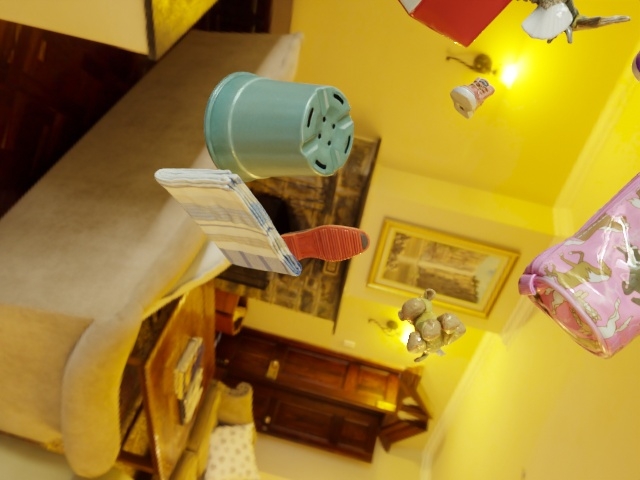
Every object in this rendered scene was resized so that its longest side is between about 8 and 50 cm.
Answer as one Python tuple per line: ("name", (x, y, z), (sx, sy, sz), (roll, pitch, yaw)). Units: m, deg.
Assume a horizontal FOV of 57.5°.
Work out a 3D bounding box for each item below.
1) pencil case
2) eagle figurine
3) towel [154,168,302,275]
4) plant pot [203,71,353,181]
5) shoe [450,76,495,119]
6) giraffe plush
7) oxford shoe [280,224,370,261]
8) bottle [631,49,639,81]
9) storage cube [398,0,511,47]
("pencil case", (0.456, -0.014, 0.784), (0.386, 0.167, 0.160), (-43, 142, 0))
("eagle figurine", (0.497, -0.580, 1.229), (0.225, 0.226, 0.298), (-112, -179, -62))
("towel", (-0.172, -0.030, 1.111), (0.034, 0.209, 0.285), (-61, 140, -28))
("plant pot", (-0.104, -0.329, 1.731), (0.341, 0.334, 0.340), (-18, 113, -52))
("shoe", (0.336, -0.326, 1.281), (0.081, 0.063, 0.178), (-50, 169, 9))
("giraffe plush", (0.300, 0.229, 1.674), (0.210, 0.182, 0.170), (72, -6, -58))
("oxford shoe", (0.000, 0.000, 1.539), (0.098, 0.272, 0.096), (-46, 131, -71))
("bottle", (0.491, -0.293, 0.751), (0.118, 0.092, 0.283), (-32, 166, 0))
("storage cube", (0.196, -0.445, 0.887), (0.193, 0.183, 0.215), (-1, 143, -51))
